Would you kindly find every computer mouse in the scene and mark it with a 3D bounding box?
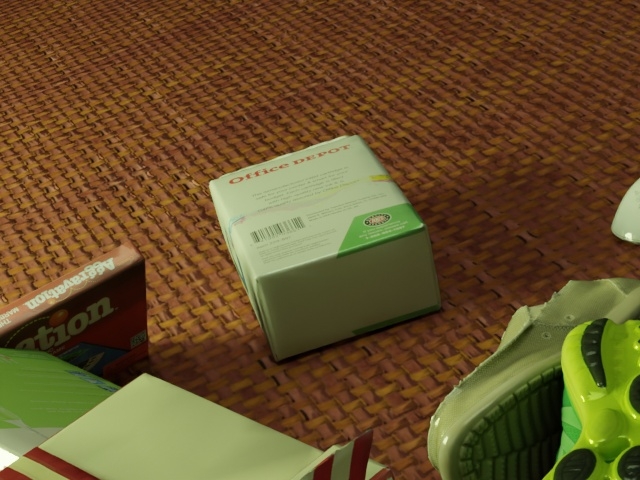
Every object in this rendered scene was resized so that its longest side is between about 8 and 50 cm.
[{"bbox_3d":[0.333,-0.057,1.400,0.193,0.042,0.106,-34,35,-31],"label":"computer mouse"}]

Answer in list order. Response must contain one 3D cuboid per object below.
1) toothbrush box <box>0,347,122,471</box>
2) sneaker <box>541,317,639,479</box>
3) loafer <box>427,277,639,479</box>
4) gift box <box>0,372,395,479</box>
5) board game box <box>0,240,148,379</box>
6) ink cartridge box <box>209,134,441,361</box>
[{"bbox_3d":[-0.208,0.162,1.092,0.283,0.122,0.206,15,5,43],"label":"toothbrush box"},{"bbox_3d":[0.192,0.164,0.981,0.109,0.123,0.295,-2,29,18],"label":"sneaker"},{"bbox_3d":[0.161,0.104,1.147,0.092,0.102,0.268,13,30,43],"label":"loafer"},{"bbox_3d":[-0.060,0.227,0.866,0.276,0.255,0.258,-39,34,-27],"label":"gift box"},{"bbox_3d":[-0.265,0.112,1.283,0.281,0.145,0.027,-29,59,-24],"label":"board game box"},{"bbox_3d":[0.000,0.000,1.404,0.154,0.093,0.212,-18,30,-7],"label":"ink cartridge box"}]
